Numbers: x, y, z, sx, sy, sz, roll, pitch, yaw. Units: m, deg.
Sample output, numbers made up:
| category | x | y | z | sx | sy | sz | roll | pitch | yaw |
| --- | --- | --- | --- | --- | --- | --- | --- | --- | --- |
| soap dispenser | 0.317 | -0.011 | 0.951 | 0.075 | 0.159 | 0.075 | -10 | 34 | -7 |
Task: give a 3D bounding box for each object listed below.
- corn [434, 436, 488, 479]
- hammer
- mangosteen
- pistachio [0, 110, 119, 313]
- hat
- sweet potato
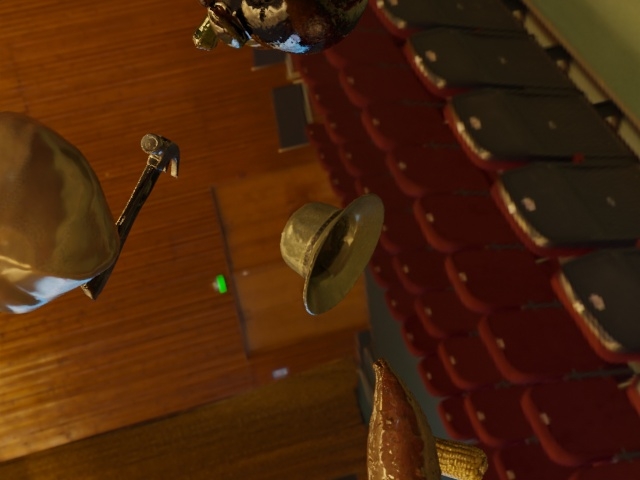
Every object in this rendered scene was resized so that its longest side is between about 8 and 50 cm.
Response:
| category | x | y | z | sx | sy | sz | roll | pitch | yaw |
| --- | --- | --- | --- | --- | --- | --- | --- | --- | --- |
| corn | 0.212 | 0.398 | 1.605 | 0.072 | 0.203 | 0.072 | -25 | -61 | -57 |
| hammer | -0.312 | -0.037 | 1.404 | 0.289 | 0.037 | 0.137 | -62 | -10 | 5 |
| mangosteen | -0.071 | -0.454 | 1.433 | 0.297 | 0.314 | 0.296 | -177 | 90 | -77 |
| pistachio | -0.355 | -0.047 | 1.015 | 0.332 | 0.226 | 0.207 | 45 | 118 | 50 |
| hat | 0.000 | 0.000 | 1.642 | 0.130 | 0.257 | 0.257 | 30 | 146 | 24 |
| sweet potato | 0.133 | 0.361 | 1.421 | 0.131 | 0.131 | 0.336 | 97 | 163 | -63 |
